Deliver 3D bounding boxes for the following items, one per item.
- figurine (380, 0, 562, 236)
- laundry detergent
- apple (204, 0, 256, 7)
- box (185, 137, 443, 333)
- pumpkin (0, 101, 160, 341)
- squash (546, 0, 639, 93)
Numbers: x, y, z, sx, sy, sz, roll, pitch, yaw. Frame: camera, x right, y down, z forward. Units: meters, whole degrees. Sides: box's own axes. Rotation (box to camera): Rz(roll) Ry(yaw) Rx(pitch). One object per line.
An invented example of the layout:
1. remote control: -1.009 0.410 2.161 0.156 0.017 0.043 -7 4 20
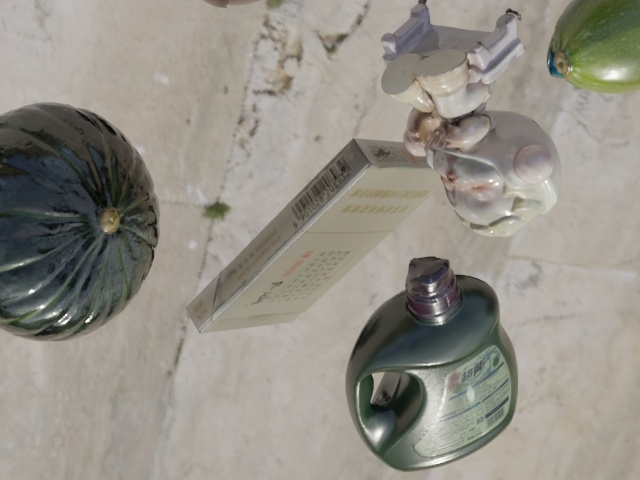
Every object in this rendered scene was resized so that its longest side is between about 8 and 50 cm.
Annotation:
1. figurine: 0.156 -0.105 1.134 0.182 0.144 0.256 -2 134 30
2. laundry detergent: 0.084 0.094 0.895 0.144 0.078 0.221 -24 140 -4
3. apple: -0.115 -0.458 1.581 0.206 0.272 0.251 -25 87 -13
4. box: -0.001 0.000 1.517 0.365 0.051 0.205 -44 156 30
5. pumpkin: -0.289 -0.017 1.190 0.216 0.250 0.250 -13 124 23
6. squash: 0.294 -0.169 0.819 0.341 0.094 0.094 -16 120 -33
